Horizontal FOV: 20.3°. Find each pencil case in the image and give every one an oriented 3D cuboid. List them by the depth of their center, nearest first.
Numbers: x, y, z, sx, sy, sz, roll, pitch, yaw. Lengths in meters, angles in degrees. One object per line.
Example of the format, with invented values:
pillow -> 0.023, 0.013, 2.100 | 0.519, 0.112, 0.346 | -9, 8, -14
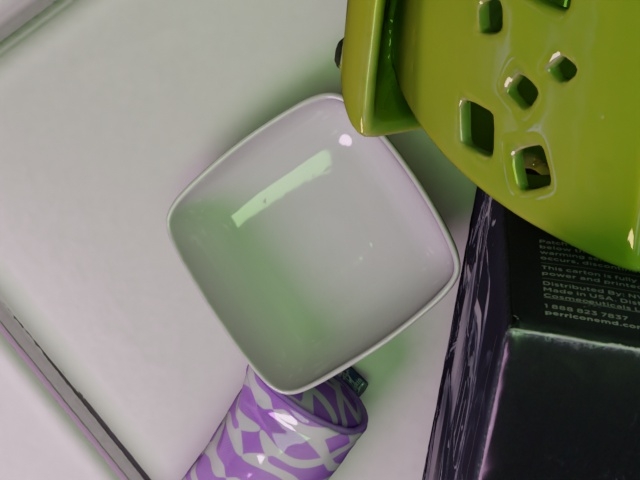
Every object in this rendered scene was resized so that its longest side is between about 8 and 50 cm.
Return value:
pencil case -> -0.057, 0.156, 1.085 | 0.088, 0.086, 0.206 | 42, 107, 26

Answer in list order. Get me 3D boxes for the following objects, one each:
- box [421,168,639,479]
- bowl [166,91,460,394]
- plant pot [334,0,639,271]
box -> 0.147, 0.139, 0.931 | 0.179, 0.312, 0.343 | 10, 114, 2
bowl -> 0.000, 0.000, 1.028 | 0.142, 0.053, 0.142 | -35, 84, 14
plant pot -> 0.142, -0.135, 0.852 | 0.207, 0.228, 0.227 | 21, 115, 37
